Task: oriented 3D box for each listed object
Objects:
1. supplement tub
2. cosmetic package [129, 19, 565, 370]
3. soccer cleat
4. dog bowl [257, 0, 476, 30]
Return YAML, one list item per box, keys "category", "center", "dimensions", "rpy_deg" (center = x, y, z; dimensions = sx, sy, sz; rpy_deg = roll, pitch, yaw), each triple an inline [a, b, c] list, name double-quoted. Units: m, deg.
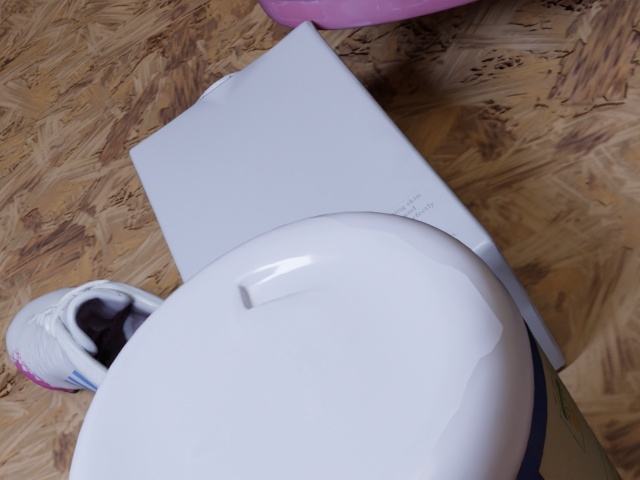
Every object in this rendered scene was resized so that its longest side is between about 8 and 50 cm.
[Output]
- category: "supplement tub"
  center: [0.048, 0.162, 0.555]
  dimensions: [0.228, 0.316, 0.228]
  rpy_deg: [-21, 42, 20]
- category: "cosmetic package"
  center: [0.000, 0.000, 0.880]
  dimensions: [0.217, 0.156, 0.385]
  rpy_deg: [-34, 38, 4]
- category: "soccer cleat"
  center: [-0.202, 0.079, 0.963]
  dimensions: [0.331, 0.143, 0.116]
  rpy_deg: [9, 58, 43]
- category: "dog bowl"
  center: [0.089, -0.337, 1.049]
  dimensions: [0.407, 0.150, 0.408]
  rpy_deg: [-13, 25, 6]
